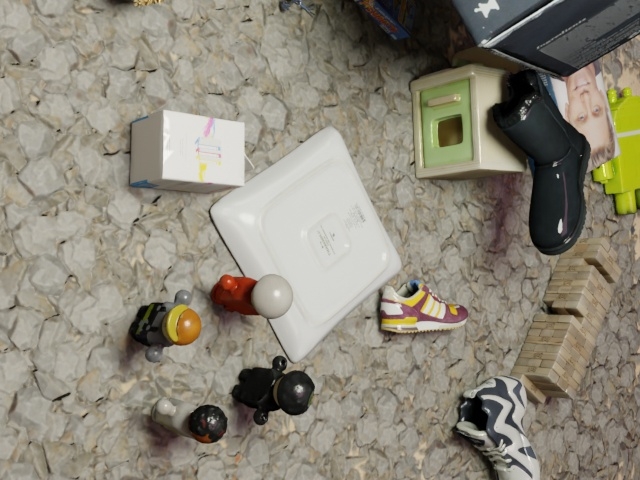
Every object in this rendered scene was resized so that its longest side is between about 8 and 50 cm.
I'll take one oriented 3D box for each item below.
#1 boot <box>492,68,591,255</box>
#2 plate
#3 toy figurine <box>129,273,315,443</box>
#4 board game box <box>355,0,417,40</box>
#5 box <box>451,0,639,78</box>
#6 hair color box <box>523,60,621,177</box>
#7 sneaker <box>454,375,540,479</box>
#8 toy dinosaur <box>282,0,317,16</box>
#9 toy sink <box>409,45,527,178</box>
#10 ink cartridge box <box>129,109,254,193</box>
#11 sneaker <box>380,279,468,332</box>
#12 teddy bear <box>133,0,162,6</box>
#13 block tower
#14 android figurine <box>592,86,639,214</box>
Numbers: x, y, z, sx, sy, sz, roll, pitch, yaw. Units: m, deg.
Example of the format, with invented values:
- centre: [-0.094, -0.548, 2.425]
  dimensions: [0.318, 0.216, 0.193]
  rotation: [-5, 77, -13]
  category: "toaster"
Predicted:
- centre: [0.342, -0.126, 1.321]
  dimensions: [0.207, 0.094, 0.246]
  rotation: [38, 59, -34]
  category: "boot"
- centre: [0.000, 0.000, 1.270]
  dimensions: [0.278, 0.045, 0.277]
  rotation: [-39, 110, -34]
  category: "plate"
- centre: [-0.127, 0.155, 1.094]
  dimensions: [0.209, 0.148, 0.213]
  rotation: [-14, 96, -38]
  category: "toy figurine"
- centre: [0.117, -0.455, 1.373]
  dimensions: [0.136, 0.035, 0.201]
  rotation: [32, 63, -44]
  category: "board game box"
- centre: [0.296, -0.517, 1.170]
  dimensions: [0.472, 0.297, 0.480]
  rotation: [-13, 73, -60]
  category: "box"
- centre: [0.462, -0.302, 1.616]
  dimensions: [0.174, 0.105, 0.347]
  rotation: [-26, 104, -36]
  category: "hair color box"
- centre: [0.298, 0.361, 1.452]
  dimensions: [0.153, 0.094, 0.235]
  rotation: [0, 87, -37]
  category: "sneaker"
- centre: [-0.030, -0.386, 1.276]
  dimensions: [0.090, 0.047, 0.082]
  rotation: [39, 46, -19]
  category: "toy dinosaur"
- centre: [0.248, -0.226, 1.412]
  dimensions: [0.131, 0.153, 0.234]
  rotation: [0, 88, -38]
  category: "toy sink"
- centre: [-0.170, -0.115, 1.113]
  dimensions: [0.143, 0.092, 0.090]
  rotation: [3, 85, -40]
  category: "ink cartridge box"
- centre: [0.180, 0.106, 1.389]
  dimensions: [0.185, 0.069, 0.084]
  rotation: [-3, 94, -39]
  category: "sneaker"
- centre: [-0.145, -0.441, 1.079]
  dimensions: [0.113, 0.245, 0.338]
  rotation: [31, 38, -2]
  category: "teddy bear"
- centre: [0.483, 0.153, 1.611]
  dimensions: [0.091, 0.097, 0.335]
  rotation: [43, 64, -27]
  category: "block tower"
- centre: [0.670, -0.197, 1.804]
  dimensions: [0.248, 0.056, 0.273]
  rotation: [-15, 97, -38]
  category: "android figurine"
